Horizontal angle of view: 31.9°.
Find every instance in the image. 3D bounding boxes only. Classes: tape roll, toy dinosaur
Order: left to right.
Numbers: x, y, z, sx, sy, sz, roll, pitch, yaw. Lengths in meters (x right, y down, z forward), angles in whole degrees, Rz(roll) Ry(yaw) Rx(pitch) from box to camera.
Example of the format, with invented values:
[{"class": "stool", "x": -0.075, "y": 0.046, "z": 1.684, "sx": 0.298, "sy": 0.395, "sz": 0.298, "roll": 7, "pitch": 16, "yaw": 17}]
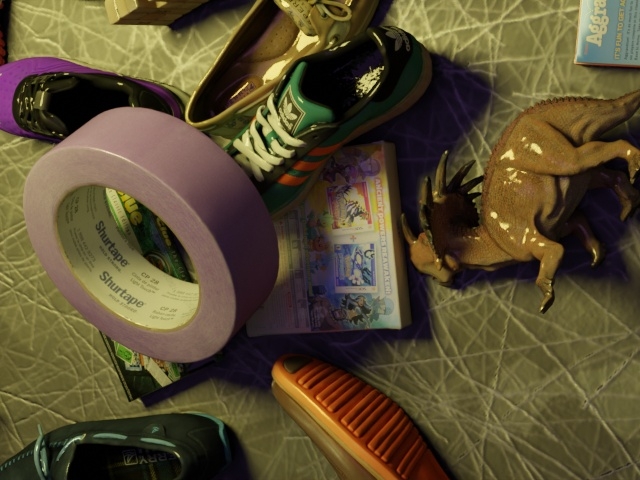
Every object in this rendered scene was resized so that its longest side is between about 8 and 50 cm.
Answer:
[{"class": "tape roll", "x": -0.183, "y": -0.002, "z": 1.200, "sx": 0.275, "sy": 0.090, "sz": 0.274, "roll": 20, "pitch": 134, "yaw": 22}, {"class": "toy dinosaur", "x": 0.204, "y": -0.058, "z": 1.125, "sx": 0.200, "sy": 0.127, "sz": 0.295, "roll": 36, "pitch": 101, "yaw": 23}]

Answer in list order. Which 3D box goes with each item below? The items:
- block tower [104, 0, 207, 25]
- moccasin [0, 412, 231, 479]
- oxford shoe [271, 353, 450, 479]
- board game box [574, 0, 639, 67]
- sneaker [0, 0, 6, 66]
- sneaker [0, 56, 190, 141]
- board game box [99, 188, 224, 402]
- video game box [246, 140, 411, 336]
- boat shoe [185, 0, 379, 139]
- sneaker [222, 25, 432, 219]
[{"class": "block tower", "x": -0.101, "y": -0.329, "z": 1.182, "sx": 0.336, "sy": 0.097, "sz": 0.090, "roll": -19, "pitch": 87, "yaw": 39}, {"class": "moccasin", "x": -0.277, "y": 0.270, "z": 1.342, "sx": 0.342, "sy": 0.117, "sz": 0.137, "roll": -23, "pitch": 86, "yaw": 22}, {"class": "oxford shoe", "x": 0.064, "y": 0.274, "z": 1.205, "sx": 0.364, "sy": 0.130, "sz": 0.132, "roll": 44, "pitch": 115, "yaw": 13}, {"class": "board game box", "x": 0.336, "y": -0.309, "z": 1.096, "sx": 0.145, "sy": 0.027, "sz": 0.281, "roll": 7, "pitch": 97, "yaw": 20}, {"class": "sneaker", "x": -0.435, "y": -0.301, "z": 1.371, "sx": 0.088, "sy": 0.093, "sz": 0.225, "roll": 2, "pitch": 94, "yaw": 23}, {"class": "sneaker", "x": -0.299, "y": -0.162, "z": 1.299, "sx": 0.294, "sy": 0.146, "sz": 0.102, "roll": 9, "pitch": 98, "yaw": 21}, {"class": "board game box", "x": -0.225, "y": 0.051, "z": 1.352, "sx": 0.136, "sy": 0.030, "sz": 0.259, "roll": -26, "pitch": 85, "yaw": 24}, {"class": "video game box", "x": 0.000, "y": 0.000, "z": 1.246, "sx": 0.187, "sy": 0.048, "sz": 0.205, "roll": -4, "pitch": 92, "yaw": 25}, {"class": "boat shoe", "x": -0.037, "y": -0.220, "z": 1.219, "sx": 0.104, "sy": 0.089, "sz": 0.285, "roll": 44, "pitch": 108, "yaw": 14}, {"class": "sneaker", "x": -0.027, "y": -0.122, "z": 1.164, "sx": 0.302, "sy": 0.121, "sz": 0.108, "roll": -39, "pitch": 71, "yaw": 15}]
